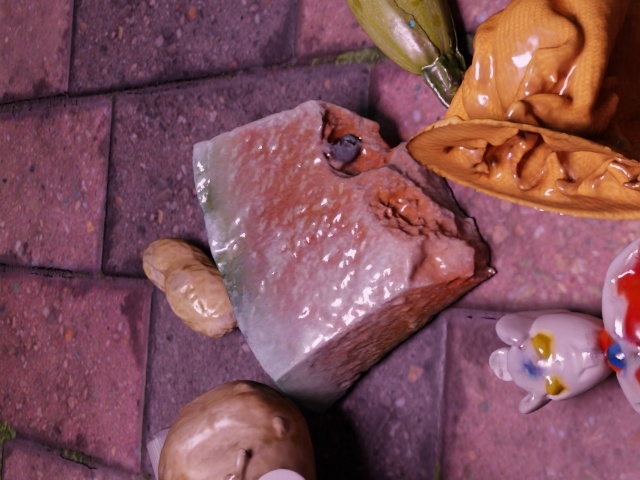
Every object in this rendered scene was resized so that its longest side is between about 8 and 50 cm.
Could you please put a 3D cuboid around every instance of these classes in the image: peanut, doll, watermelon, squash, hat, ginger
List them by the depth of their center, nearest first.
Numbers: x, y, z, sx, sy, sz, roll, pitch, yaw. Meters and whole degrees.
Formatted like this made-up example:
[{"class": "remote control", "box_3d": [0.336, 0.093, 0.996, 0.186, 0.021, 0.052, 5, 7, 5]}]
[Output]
[{"class": "doll", "box_3d": [0.283, 0.066, 0.803, 0.384, 0.099, 0.189, -16, 87, 45]}, {"class": "hat", "box_3d": [0.196, -0.157, 0.862, 0.233, 0.244, 0.233, 10, 80, 40]}, {"class": "squash", "box_3d": [0.060, -0.262, 1.087, 0.094, 0.094, 0.341, -39, 60, 38]}, {"class": "ginger", "box_3d": [-0.061, 0.280, 1.097, 0.244, 0.155, 0.304, 46, 156, 59]}, {"class": "watermelon", "box_3d": [-0.015, 0.003, 1.098, 0.302, 0.151, 0.264, -42, 58, 37]}, {"class": "peanut", "box_3d": [-0.153, 0.050, 1.298, 0.174, 0.080, 0.080, 39, 115, 41]}]

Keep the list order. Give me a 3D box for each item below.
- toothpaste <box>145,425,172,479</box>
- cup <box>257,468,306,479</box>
[{"class": "toothpaste", "box_3d": [-0.137, 0.348, 1.275, 0.099, 0.068, 0.283, 118, 133, -62]}, {"class": "cup", "box_3d": [-0.027, 0.327, 0.830, 0.289, 0.219, 0.258, -32, 31, 35]}]
